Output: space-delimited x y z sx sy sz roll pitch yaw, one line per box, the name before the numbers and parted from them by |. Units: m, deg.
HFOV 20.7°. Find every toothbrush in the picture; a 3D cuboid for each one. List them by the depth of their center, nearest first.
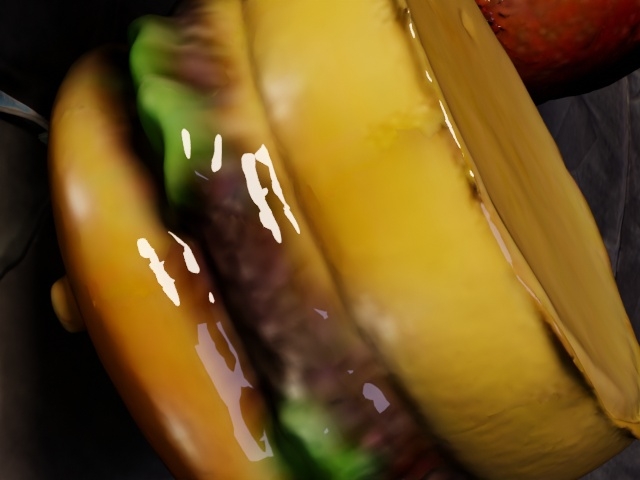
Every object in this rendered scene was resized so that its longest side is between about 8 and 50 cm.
toothbrush | -0.195 -0.089 1.033 0.162 0.017 0.014 42 37 -55

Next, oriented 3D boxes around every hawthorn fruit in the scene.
hawthorn fruit | 0.147 -0.237 1.356 0.316 0.316 0.316 -11 102 -60

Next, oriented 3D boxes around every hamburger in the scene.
hamburger | 0.000 0.000 1.069 0.396 0.277 0.396 56 15 -25
